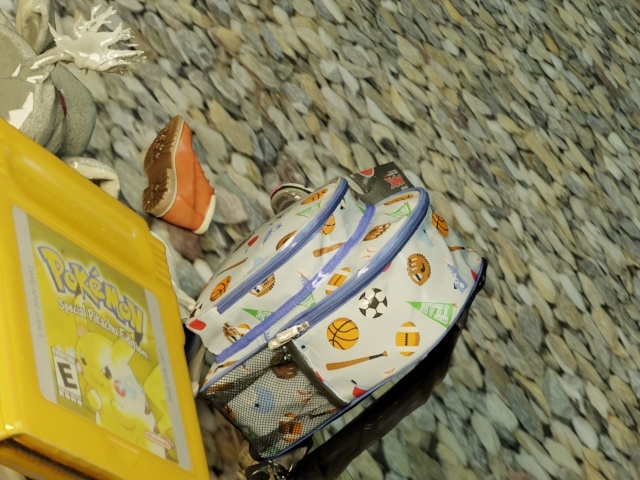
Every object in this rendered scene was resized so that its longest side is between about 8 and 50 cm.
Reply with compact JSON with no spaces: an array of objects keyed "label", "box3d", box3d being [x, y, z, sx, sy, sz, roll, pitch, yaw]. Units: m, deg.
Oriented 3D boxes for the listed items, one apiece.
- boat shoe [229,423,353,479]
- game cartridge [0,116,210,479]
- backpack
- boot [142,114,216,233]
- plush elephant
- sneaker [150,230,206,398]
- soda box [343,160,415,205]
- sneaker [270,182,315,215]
[{"label":"boat shoe","box3d":[-0.042,0.230,1.590,0.098,0.109,0.302,19,33,-28]},{"label":"game cartridge","box3d":[-0.201,0.071,1.343,0.285,0.052,0.324,39,32,-51]},{"label":"backpack","box3d":[0.019,0.059,1.511,0.213,0.263,0.276,54,24,-18]},{"label":"boot","box3d":[-0.161,-0.076,1.869,0.084,0.059,0.158,29,42,-30]},{"label":"plush elephant","box3d":[-0.320,-0.122,1.535,0.255,0.330,0.272,87,-12,-78]},{"label":"sneaker","box3d":[-0.158,0.092,1.590,0.111,0.129,0.297,24,35,-29]},{"label":"soda box","box3d":[0.059,-0.057,2.107,0.060,0.053,0.169,51,30,10]},{"label":"sneaker","box3d":[0.000,0.000,1.955,0.170,0.063,0.075,48,24,-4]}]
